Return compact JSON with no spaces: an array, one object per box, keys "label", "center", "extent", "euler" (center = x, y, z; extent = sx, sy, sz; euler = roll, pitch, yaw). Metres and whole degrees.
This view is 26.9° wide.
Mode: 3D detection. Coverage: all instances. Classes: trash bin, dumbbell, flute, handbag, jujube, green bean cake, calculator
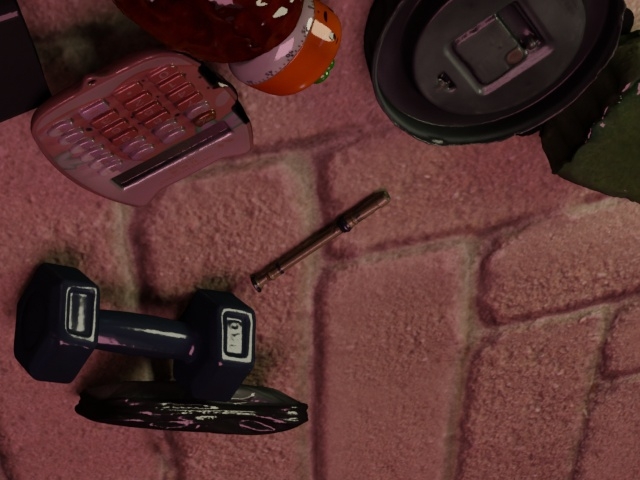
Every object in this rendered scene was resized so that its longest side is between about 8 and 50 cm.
[{"label":"trash bin","center":[-0.416,-0.186,1.407],"extent":[0.225,0.115,0.165],"euler":[-20,140,-8]},{"label":"dumbbell","center":[-0.244,0.126,1.801],"extent":[0.316,0.143,0.156],"euler":[11,130,-32]},{"label":"flute","center":[0.000,0.000,1.861],"extent":[0.233,0.027,0.027],"euler":[-35,139,14]},{"label":"handbag","center":[-0.181,0.244,1.964],"extent":[0.332,0.075,0.191],"euler":[4,175,-29]},{"label":"jujube","center":[-0.132,-0.301,1.341],"extent":[0.197,0.197,0.290],"euler":[-36,130,16]},{"label":"green bean cake","center":[0.426,-0.164,1.788],"extent":[0.227,0.125,0.222],"euler":[11,133,-34]},{"label":"calculator","center":[-0.201,-0.134,1.537],"extent":[0.220,0.048,0.330],"euler":[-26,162,6]}]

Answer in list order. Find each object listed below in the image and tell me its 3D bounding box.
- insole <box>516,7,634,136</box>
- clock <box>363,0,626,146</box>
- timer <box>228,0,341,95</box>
[{"label":"insole","center":[0.334,-0.221,1.779],"extent":[0.080,0.003,0.232],"euler":[15,128,-35]},{"label":"clock","center":[0.210,-0.254,1.636],"extent":[0.325,0.067,0.325],"euler":[-11,139,-10]},{"label":"timer","center":[-0.031,-0.220,1.543],"extent":[0.136,0.099,0.136],"euler":[-4,143,-3]}]
